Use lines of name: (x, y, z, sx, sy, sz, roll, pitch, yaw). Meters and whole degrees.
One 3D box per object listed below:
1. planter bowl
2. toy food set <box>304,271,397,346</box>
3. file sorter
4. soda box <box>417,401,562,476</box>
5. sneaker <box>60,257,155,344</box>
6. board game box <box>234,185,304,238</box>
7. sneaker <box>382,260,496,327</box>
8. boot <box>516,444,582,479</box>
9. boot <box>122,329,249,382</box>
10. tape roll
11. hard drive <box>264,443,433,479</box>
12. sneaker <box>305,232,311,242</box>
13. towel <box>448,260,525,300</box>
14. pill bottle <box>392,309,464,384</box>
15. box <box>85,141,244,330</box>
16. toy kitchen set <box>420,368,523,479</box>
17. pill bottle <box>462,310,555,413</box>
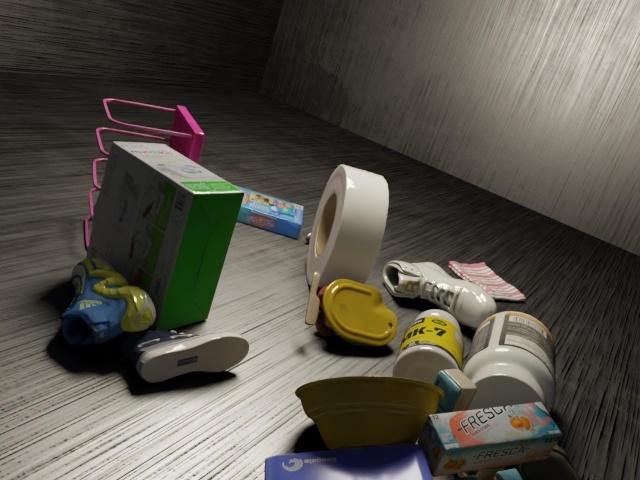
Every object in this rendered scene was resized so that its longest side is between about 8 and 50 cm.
planter bowl: (0.070, 0.264, 0.898, 0.217, 0.217, 0.090, 12, 62, -19)
toy food set: (0.048, 0.148, 1.251, 0.218, 0.071, 0.128, 20, 55, -27)
file sorter: (-0.376, -0.127, 1.301, 0.182, 0.290, 0.202, 6, 24, -26)
soda box: (0.229, 0.269, 0.856, 0.183, 0.063, 0.058, -1, 38, -19)
sneaker: (-0.373, 0.097, 1.005, 0.126, 0.091, 0.240, -27, 28, -38)
board game box: (-0.153, -0.081, 1.728, 0.210, 0.047, 0.160, 17, 20, -5)
sneaker: (0.264, 0.128, 1.492, 0.169, 0.108, 0.292, 5, 14, -30)
boot: (0.377, 0.396, 0.866, 0.190, 0.076, 0.208, 38, 15, -26)
boot: (-0.211, 0.166, 0.996, 0.190, 0.069, 0.086, -1, 23, -40)
tape roll: (0.056, -0.024, 1.421, 0.100, 0.286, 0.286, 15, 20, -11)
hard drive: (0.043, 0.352, 0.688, 0.210, 0.040, 0.318, -4, 23, -3)
sneaker: (0.000, 0.000, 1.677, 0.083, 0.031, 0.035, 6, 24, -32)
towel: (0.478, 0.115, 1.809, 0.144, 0.029, 0.197, 5, 24, -32)
pill bottle: (0.208, 0.212, 1.179, 0.119, 0.119, 0.208, 22, 20, 8)
box: (-0.288, -0.013, 1.118, 0.231, 0.262, 0.127, 30, 22, 31)
toy kitchen set: (0.186, 0.301, 0.921, 0.166, 0.122, 0.207, 5, 24, -33)
pill bottle: (0.346, 0.247, 1.154, 0.162, 0.162, 0.278, 24, 21, 13)
